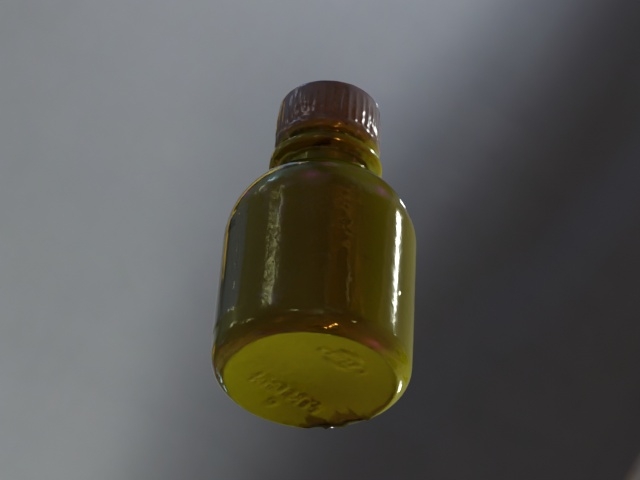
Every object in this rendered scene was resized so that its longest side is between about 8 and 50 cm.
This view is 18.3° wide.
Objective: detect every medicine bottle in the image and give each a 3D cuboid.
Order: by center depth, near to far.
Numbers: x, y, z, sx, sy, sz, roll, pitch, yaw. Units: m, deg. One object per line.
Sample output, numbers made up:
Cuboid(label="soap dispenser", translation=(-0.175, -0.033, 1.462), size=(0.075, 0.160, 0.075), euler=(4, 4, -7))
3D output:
Cuboid(label="medicine bottle", translation=(0.000, 0.000, 1.243), size=(0.122, 0.122, 0.212), euler=(-45, -149, 45))
